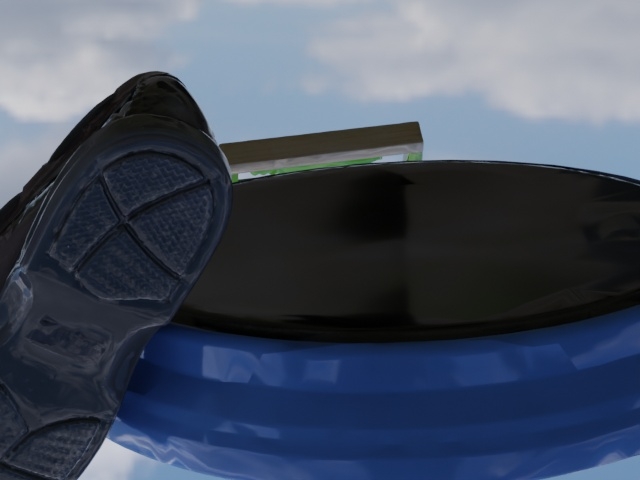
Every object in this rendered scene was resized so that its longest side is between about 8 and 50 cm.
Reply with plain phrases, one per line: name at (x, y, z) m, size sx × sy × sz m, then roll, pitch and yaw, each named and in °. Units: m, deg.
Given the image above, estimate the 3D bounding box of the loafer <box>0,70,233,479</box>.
loafer at (-0.144, 0.044, 0.999) m, size 0.109 × 0.302 × 0.095 m, roll 29°, pitch -155°, yaw -23°

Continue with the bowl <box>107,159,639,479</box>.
bowl at (0.049, 0.031, 1.129) m, size 0.391 × 0.077 × 0.391 m, roll -3°, pitch -164°, yaw 1°

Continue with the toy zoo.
toy zoo at (0.000, 0.000, 1.957) m, size 0.192 × 0.293 × 0.030 m, roll -6°, pitch -128°, yaw -6°
